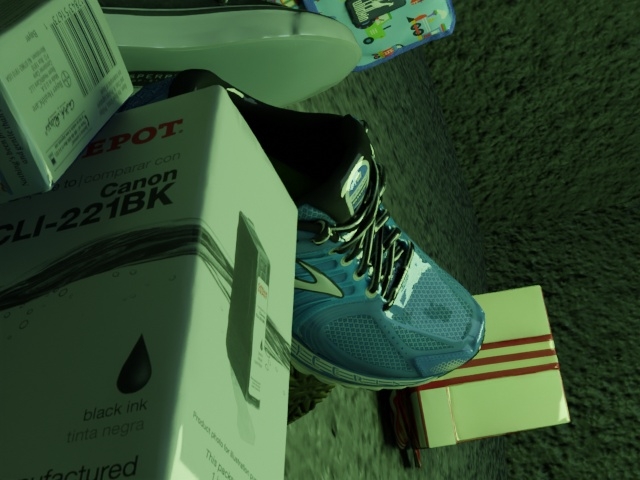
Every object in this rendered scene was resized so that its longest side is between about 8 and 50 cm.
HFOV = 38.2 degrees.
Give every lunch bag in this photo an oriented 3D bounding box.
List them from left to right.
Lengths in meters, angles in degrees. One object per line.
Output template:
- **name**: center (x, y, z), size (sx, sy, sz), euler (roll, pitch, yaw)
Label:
- **lunch bag**: center (0.010, -0.280, 1.024), size (0.221, 0.293, 0.138), euler (49, 32, -59)

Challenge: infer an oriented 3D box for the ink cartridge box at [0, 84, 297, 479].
- **ink cartridge box**: center (-0.125, 0.068, 0.461), size (0.114, 0.197, 0.272), euler (62, 22, -43)

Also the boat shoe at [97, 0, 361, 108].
- **boat shoe**: center (-0.107, -0.157, 0.678), size (0.306, 0.113, 0.104), euler (-10, 70, -32)

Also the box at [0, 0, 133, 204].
- **box**: center (-0.184, -0.067, 0.465), size (0.126, 0.137, 0.072), euler (-75, 149, -59)

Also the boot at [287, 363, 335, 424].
- **boot**: center (-0.064, 0.021, 0.862), size (0.089, 0.236, 0.269), euler (-2, 53, -38)

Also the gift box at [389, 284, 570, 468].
- **gift box**: center (0.232, 0.228, 1.515), size (0.276, 0.258, 0.255), euler (93, -12, -71)

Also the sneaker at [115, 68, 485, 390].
- **sneaker**: center (0.000, 0.000, 0.639), size (0.330, 0.147, 0.129), euler (32, 56, -25)
